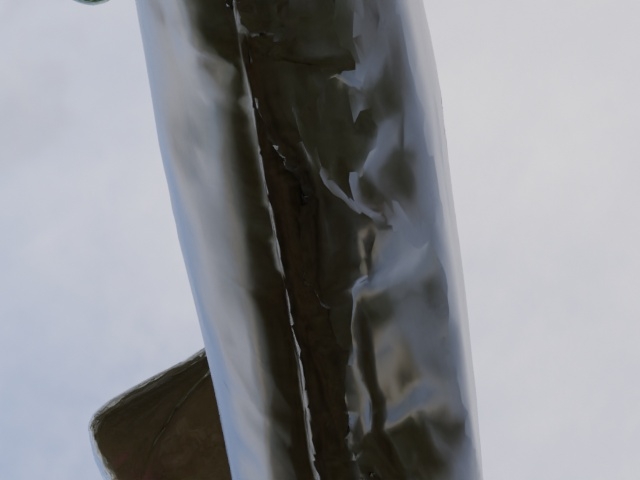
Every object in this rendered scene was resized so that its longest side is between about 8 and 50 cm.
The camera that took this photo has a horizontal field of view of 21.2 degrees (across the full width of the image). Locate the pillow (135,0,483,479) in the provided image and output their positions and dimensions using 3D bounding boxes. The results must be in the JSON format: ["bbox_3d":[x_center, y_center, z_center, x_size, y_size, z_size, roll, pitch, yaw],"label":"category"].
[{"bbox_3d":[0.000,0.000,0.455,0.075,0.302,0.185,-8,-167,5],"label":"pillow"}]

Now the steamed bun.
[{"bbox_3d":[-0.022,0.148,0.998,0.170,0.238,0.152,-35,-113,-1],"label":"steamed bun"}]

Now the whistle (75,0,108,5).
[{"bbox_3d":[-0.126,-0.207,0.756,0.105,0.085,0.227,-39,-92,1],"label":"whistle"}]
